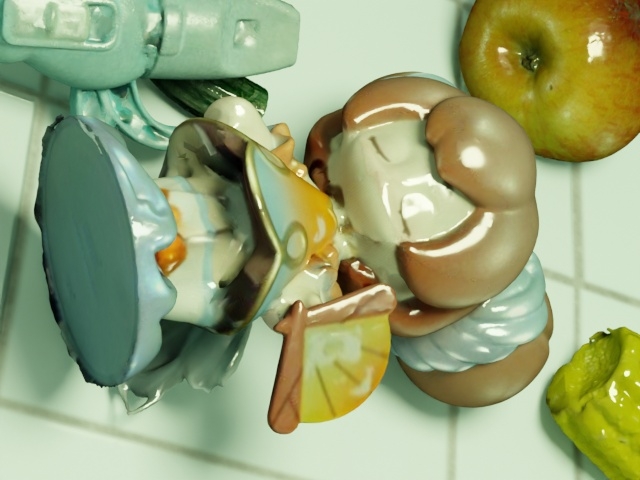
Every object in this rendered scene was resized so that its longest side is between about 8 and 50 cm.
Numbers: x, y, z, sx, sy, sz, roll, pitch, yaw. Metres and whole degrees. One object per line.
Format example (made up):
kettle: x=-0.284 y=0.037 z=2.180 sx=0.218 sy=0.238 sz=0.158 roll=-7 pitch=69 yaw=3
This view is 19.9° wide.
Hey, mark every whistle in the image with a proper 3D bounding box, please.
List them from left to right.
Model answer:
whistle: x=-0.144 y=-0.160 z=1.337 sx=0.274 sy=0.093 sz=0.186 roll=2 pitch=99 yaw=-25

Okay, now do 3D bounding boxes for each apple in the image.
apple: x=0.223 y=-0.166 z=1.602 sx=0.173 sy=0.160 sz=0.195 roll=-5 pitch=73 yaw=-58

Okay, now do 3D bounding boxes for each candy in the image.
candy: x=0.279 y=0.168 z=1.488 sx=0.199 sy=0.094 sz=0.106 roll=46 pitch=44 yaw=-12

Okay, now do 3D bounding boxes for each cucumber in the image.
cucumber: x=-0.092 y=-0.122 z=1.426 sx=0.105 sy=0.048 sz=0.048 roll=31 pitch=52 yaw=-14

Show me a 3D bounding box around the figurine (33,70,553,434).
figurine: x=0.001 y=0.001 z=1.323 sx=0.388 sy=0.248 sz=0.276 roll=-11 pitch=75 yaw=-27
